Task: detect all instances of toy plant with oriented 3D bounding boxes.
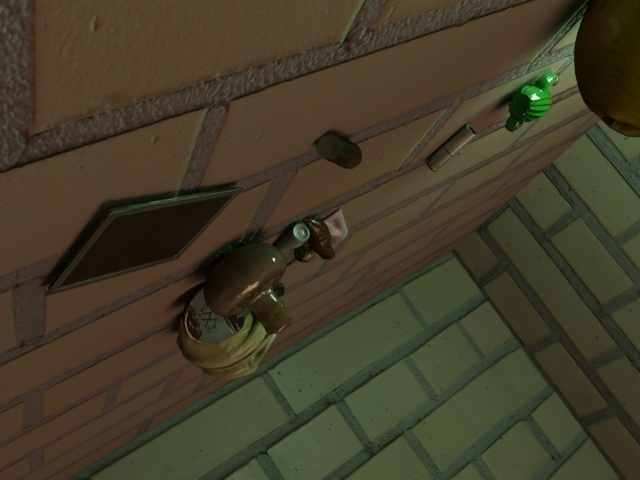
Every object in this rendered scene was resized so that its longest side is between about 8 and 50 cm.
[{"bbox_3d":[0.576,-0.379,1.851,0.240,0.088,0.154,-35,155,-32],"label":"toy plant"}]

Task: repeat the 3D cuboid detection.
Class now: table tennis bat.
[{"bbox_3d":[-0.211,0.159,1.714,0.301,0.022,0.173,-14,116,-41],"label":"table tennis bat"}]

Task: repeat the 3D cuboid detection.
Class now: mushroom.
[{"bbox_3d":[-0.164,0.113,1.549,0.207,0.209,0.206,-8,170,-1],"label":"mushroom"}]

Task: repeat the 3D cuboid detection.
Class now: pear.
[{"bbox_3d":[0.738,-0.428,1.484,0.418,0.363,0.362,-66,160,11],"label":"pear"}]

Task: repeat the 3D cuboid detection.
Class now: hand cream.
[{"bbox_3d":[0.036,-0.037,1.845,0.084,0.053,0.142,-36,152,3],"label":"hand cream"},{"bbox_3d":[-0.085,0.011,1.712,0.076,0.047,0.174,-27,174,-37],"label":"hand cream"}]

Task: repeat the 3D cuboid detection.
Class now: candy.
[{"bbox_3d":[-0.080,0.060,1.907,0.061,0.061,0.202,-24,172,-40],"label":"candy"}]

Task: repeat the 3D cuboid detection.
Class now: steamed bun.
[{"bbox_3d":[-0.232,0.257,1.864,0.276,0.203,0.289,-34,166,-9],"label":"steamed bun"}]

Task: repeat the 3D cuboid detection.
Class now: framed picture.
[{"bbox_3d":[-0.289,-0.008,1.152,0.232,0.019,0.296,-42,166,32],"label":"framed picture"}]

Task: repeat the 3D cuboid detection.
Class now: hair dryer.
[{"bbox_3d":[0.385,-0.262,1.915,0.155,0.044,0.183,-41,171,32],"label":"hair dryer"}]

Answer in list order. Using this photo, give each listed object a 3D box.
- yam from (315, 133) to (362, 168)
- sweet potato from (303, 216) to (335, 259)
[{"bbox_3d":[0.037,-0.169,1.316,0.054,0.054,0.132,-38,166,16],"label":"yam"},{"bbox_3d":[0.000,0.000,1.787,0.067,0.067,0.274,-34,157,-3],"label":"sweet potato"}]
